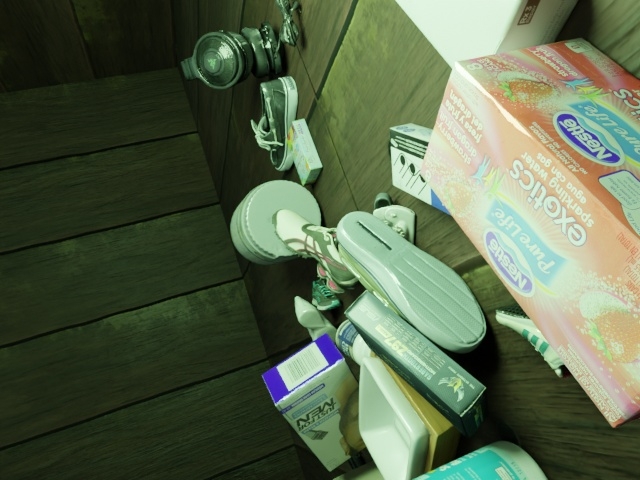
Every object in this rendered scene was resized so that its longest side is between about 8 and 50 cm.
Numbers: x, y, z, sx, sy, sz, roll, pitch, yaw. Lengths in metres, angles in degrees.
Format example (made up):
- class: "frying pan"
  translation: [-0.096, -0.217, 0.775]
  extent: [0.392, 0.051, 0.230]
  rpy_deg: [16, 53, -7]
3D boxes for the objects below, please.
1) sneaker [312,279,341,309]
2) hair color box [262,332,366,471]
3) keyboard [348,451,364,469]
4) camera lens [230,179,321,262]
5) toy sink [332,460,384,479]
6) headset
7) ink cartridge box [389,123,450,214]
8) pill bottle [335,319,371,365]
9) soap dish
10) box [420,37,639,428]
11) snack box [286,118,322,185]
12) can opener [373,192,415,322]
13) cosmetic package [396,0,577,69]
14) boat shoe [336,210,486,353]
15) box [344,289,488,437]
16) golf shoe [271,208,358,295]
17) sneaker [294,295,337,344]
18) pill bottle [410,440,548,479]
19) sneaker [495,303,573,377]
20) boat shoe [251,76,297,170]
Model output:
- class: "sneaker"
  translation: [0.009, 0.150, 1.413]
  extent: [0.166, 0.065, 0.076]
  rpy_deg: [-173, 72, -69]
- class: "hair color box"
  translation: [0.019, 0.404, 1.227]
  extent: [0.110, 0.185, 0.338]
  rpy_deg: [50, 170, 51]
- class: "keyboard"
  translation: [0.107, 0.688, 1.613]
  extent: [0.317, 0.033, 0.201]
  rpy_deg: [46, 153, 55]
- class: "camera lens"
  translation: [-0.131, -0.045, 1.406]
  extent: [0.274, 0.220, 0.219]
  rpy_deg: [161, 93, -72]
- class: "toy sink"
  translation: [0.145, 0.709, 1.315]
  extent: [0.234, 0.153, 0.131]
  rpy_deg: [177, 78, -71]
- class: "headset"
  translation: [-0.191, -0.483, 1.228]
  extent: [0.394, 0.243, 0.185]
  rpy_deg: [10, 121, 47]
- class: "ink cartridge box"
  translation: [0.171, -0.103, 0.726]
  extent: [0.207, 0.046, 0.097]
  rpy_deg: [-137, 35, -59]
- class: "pill bottle"
  translation: [0.105, 0.236, 1.131]
  extent: [0.169, 0.094, 0.094]
  rpy_deg: [-173, 69, -71]
- class: "soap dish"
  translation: [0.173, 0.368, 0.999]
  extent: [0.229, 0.118, 0.290]
  rpy_deg: [-126, 27, -48]
- class: "box"
  translation: [0.233, -0.025, 0.427]
  extent: [0.142, 0.154, 0.299]
  rpy_deg: [97, 151, -51]
- class: "snack box"
  translation: [-0.043, -0.225, 1.289]
  extent: [0.100, 0.037, 0.141]
  rpy_deg: [123, 129, -68]
- class: "can opener"
  translation: [0.138, 0.049, 0.947]
  extent: [0.093, 0.074, 0.280]
  rpy_deg: [-67, -23, -59]
- class: "cosmetic package"
  translation: [0.161, -0.281, 0.549]
  extent: [0.117, 0.086, 0.231]
  rpy_deg: [102, 146, -56]
- class: "boat shoe"
  translation: [0.139, 0.070, 0.820]
  extent: [0.302, 0.109, 0.094]
  rpy_deg: [47, 154, 30]
- class: "box"
  translation: [0.155, 0.198, 0.798]
  extent: [0.233, 0.059, 0.183]
  rpy_deg: [38, 168, 32]
- class: "golf shoe"
  translation: [0.000, 0.000, 1.199]
  extent: [0.273, 0.105, 0.120]
  rpy_deg: [43, 130, 16]
- class: "sneaker"
  translation: [-0.013, 0.237, 1.460]
  extent: [0.094, 0.080, 0.212]
  rpy_deg: [54, 175, 50]
- class: "pill bottle"
  translation: [0.194, 0.404, 0.721]
  extent: [0.146, 0.264, 0.146]
  rpy_deg: [165, 90, -72]
- class: "sneaker"
  translation: [0.270, 0.122, 0.596]
  extent: [0.161, 0.057, 0.075]
  rpy_deg: [-173, 75, -68]
- class: "boat shoe"
  translation: [-0.129, -0.303, 1.372]
  extent: [0.306, 0.105, 0.113]
  rpy_deg: [105, 146, -57]
